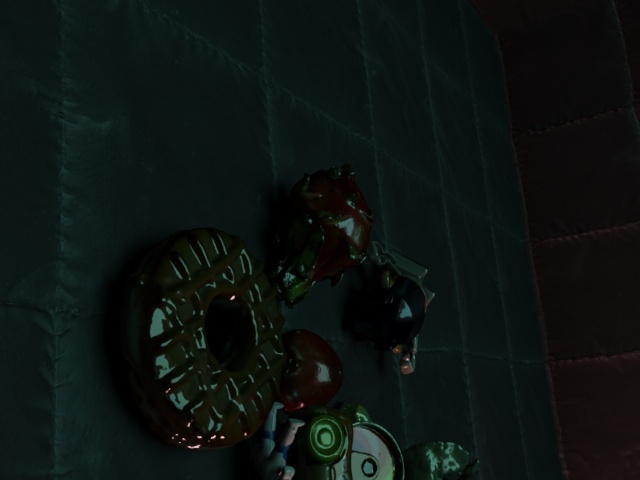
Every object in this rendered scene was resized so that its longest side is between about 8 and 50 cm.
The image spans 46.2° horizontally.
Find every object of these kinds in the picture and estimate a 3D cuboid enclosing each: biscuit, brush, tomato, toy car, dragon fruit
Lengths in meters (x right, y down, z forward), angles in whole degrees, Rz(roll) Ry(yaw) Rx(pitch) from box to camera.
[{"bbox_3d":[-0.161,0.141,1.087,0.332,0.103,0.332,35,49,-54],"label":"biscuit"},{"bbox_3d":[0.090,0.468,1.466,0.072,0.067,0.313,-11,90,-63],"label":"brush"},{"bbox_3d":[-0.010,0.232,1.344,0.139,0.091,0.159,42,41,-49],"label":"tomato"},{"bbox_3d":[0.039,0.385,1.221,0.235,0.145,0.235,10,68,-26],"label":"toy car"},{"bbox_3d":[-0.008,-0.016,1.373,0.269,0.198,0.200,-37,124,-45],"label":"dragon fruit"}]

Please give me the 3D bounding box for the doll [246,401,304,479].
[{"bbox_3d":[-0.080,0.369,1.146,0.057,0.114,0.228,16,90,-34],"label":"doll"}]

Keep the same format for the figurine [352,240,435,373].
[{"bbox_3d":[0.163,0.139,1.654,0.308,0.143,0.309,45,25,-28],"label":"figurine"}]

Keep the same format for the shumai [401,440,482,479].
[{"bbox_3d":[0.205,0.561,1.356,0.395,0.395,0.348,54,21,-37],"label":"shumai"}]
